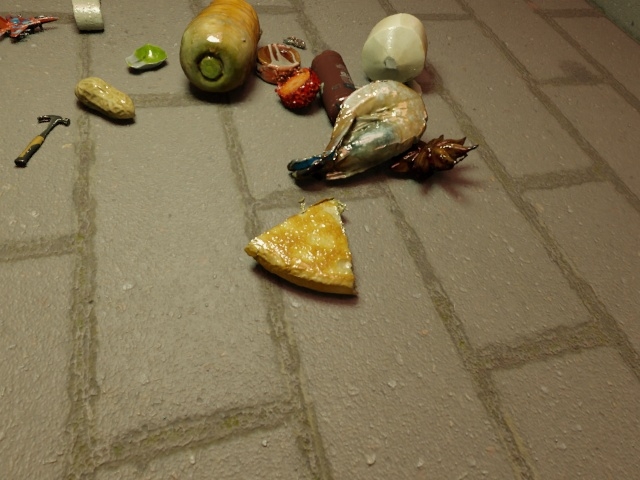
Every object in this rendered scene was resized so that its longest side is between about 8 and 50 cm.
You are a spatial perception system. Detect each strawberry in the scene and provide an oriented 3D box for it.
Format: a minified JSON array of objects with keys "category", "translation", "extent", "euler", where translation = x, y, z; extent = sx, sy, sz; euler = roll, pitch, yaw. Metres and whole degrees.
[{"category":"strawberry","translation":[-0.065,-0.475,1.453],"extent":[0.145,0.086,0.145],"euler":[-19,52,27]}]

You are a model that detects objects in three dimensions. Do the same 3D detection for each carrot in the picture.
[{"category":"carrot","translation":[-0.310,-0.616,1.446],"extent":[0.224,0.224,0.340],"euler":[7,47,-5]}]

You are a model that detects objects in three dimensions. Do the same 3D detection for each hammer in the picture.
[{"category":"hammer","translation":[-0.746,-0.268,1.218],"extent":[0.078,0.021,0.201],"euler":[12,50,-1]}]

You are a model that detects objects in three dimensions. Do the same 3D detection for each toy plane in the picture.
[{"category":"toy plane","translation":[-0.946,-0.695,1.488],"extent":[0.189,0.061,0.130],"euler":[-17,57,-27]}]

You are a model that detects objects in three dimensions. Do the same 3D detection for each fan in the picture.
[{"category":"fan","translation":[0.205,-0.540,1.621],"extent":[0.329,0.009,0.190],"euler":[-4,54,-14]}]

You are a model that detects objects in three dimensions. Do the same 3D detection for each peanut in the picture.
[{"category":"peanut","translation":[-0.608,-0.404,1.307],"extent":[0.194,0.093,0.083],"euler":[24,38,10]}]

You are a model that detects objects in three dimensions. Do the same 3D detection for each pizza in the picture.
[{"category":"pizza","translation":[0.000,0.000,1.126],"extent":[0.280,0.075,0.287],"euler":[27,50,5]}]

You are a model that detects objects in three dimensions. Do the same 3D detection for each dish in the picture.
[{"category":"dish","translation":[-0.561,-0.576,1.483],"extent":[0.091,0.039,0.137],"euler":[36,55,11]}]

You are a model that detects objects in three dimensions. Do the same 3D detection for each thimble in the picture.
[{"category":"thimble","translation":[-0.775,-0.760,1.543],"extent":[0.090,0.102,0.115],"euler":[-11,63,-19]}]

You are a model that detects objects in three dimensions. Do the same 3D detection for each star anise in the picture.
[{"category":"star anise","translation":[0.323,-0.235,1.352],"extent":[0.272,0.102,0.272],"euler":[-10,29,6]}]

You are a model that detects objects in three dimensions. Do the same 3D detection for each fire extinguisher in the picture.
[{"category":"fire extinguisher","translation":[0.053,-0.467,1.459],"extent":[0.114,0.135,0.337],"euler":[-30,53,19]}]

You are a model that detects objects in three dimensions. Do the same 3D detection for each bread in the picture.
[{"category":"bread","translation":[-0.142,-0.593,1.555],"extent":[0.161,0.073,0.160],"euler":[8,50,-9]}]

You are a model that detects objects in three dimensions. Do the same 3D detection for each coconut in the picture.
[{"category":"coconut","translation":[0.253,-0.640,1.573],"extent":[0.241,0.241,0.241],"euler":[5,52,-7]}]

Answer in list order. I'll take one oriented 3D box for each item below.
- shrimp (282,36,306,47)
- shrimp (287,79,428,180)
[{"category":"shrimp","translation":[-0.093,-0.734,1.702],"extent":[0.092,0.029,0.038],"euler":[19,52,9]},{"category":"shrimp","translation":[0.107,-0.299,1.288],"extent":[0.446,0.110,0.221],"euler":[-33,91,-13]}]
